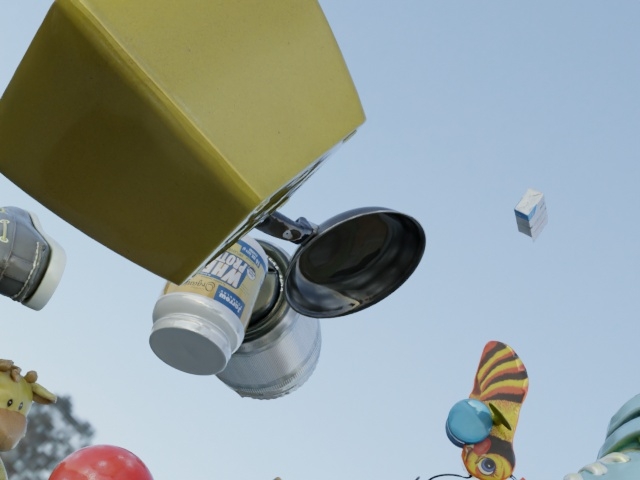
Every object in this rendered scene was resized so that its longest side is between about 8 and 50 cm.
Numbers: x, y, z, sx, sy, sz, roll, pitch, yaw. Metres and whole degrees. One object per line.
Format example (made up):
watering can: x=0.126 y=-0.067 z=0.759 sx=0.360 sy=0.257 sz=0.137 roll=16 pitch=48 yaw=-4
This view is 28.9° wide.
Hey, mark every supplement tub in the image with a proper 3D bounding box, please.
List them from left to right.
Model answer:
supplement tub: x=-0.171 y=0.090 z=1.891 sx=0.144 sy=0.200 sz=0.144 roll=11 pitch=-38 yaw=9

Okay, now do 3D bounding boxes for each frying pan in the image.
frying pan: x=-0.012 y=0.021 z=1.541 sx=0.197 sy=0.326 sz=0.053 roll=-57 pitch=-136 yaw=33

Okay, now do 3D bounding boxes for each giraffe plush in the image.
giraffe plush: x=-0.442 y=0.231 z=1.624 sx=0.170 sy=0.181 sz=0.210 roll=-26 pitch=-103 yaw=24

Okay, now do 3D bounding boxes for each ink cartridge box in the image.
ink cartridge box: x=0.331 y=-0.039 z=1.949 sx=0.028 sy=0.048 sz=0.083 roll=28 pitch=-21 yaw=29

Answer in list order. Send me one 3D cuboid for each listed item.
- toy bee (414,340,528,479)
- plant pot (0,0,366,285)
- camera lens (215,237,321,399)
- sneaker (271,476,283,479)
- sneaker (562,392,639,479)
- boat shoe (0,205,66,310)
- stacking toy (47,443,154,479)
toy bee: x=0.268 y=0.320 z=1.965 sx=0.162 sy=0.298 sz=0.195 roll=28 pitch=8 yaw=9
plant pot: x=-0.095 y=-0.096 z=0.937 sx=0.187 sy=0.212 sz=0.212 roll=48 pitch=-41 yaw=0
camera lens: x=-0.118 y=0.139 z=2.180 sx=0.219 sy=0.219 sz=0.274 roll=34 pitch=-17 yaw=25
sneaker: x=-0.038 y=0.258 z=1.167 sx=0.037 sy=0.083 sz=0.032 roll=44 pitch=-63 yaw=-12
sneaker: x=0.179 y=0.181 z=0.821 sx=0.319 sy=0.208 sz=0.127 roll=7 pitch=-54 yaw=-1
boat shoe: x=-0.405 y=0.006 z=1.545 sx=0.091 sy=0.109 sz=0.305 roll=26 pitch=-2 yaw=-30
stacking toy: x=-0.118 y=0.311 z=0.955 sx=0.330 sy=0.141 sz=0.141 roll=63 pitch=-23 yaw=14
